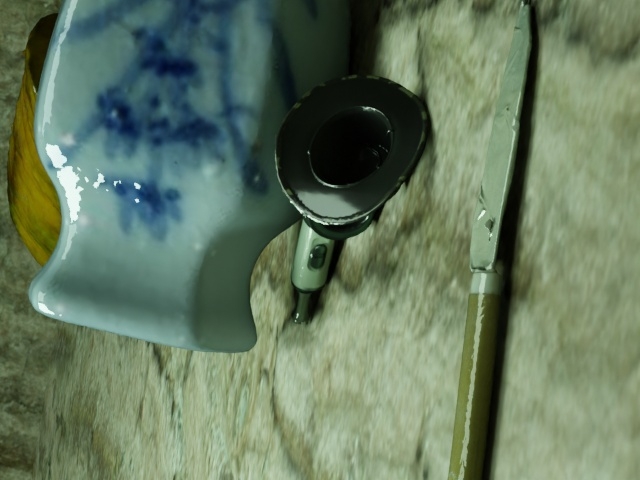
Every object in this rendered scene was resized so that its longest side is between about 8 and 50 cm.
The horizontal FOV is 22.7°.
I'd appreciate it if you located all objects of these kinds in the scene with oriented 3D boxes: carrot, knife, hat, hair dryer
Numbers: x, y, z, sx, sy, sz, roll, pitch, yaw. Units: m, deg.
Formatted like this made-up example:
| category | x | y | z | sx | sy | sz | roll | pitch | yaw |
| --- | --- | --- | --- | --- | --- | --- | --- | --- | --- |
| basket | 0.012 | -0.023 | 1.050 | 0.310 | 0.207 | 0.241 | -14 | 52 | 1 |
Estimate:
| category | x | y | z | sx | sy | sz | roll | pitch | yaw |
| --- | --- | --- | --- | --- | --- | --- | --- | --- | --- |
| carrot | -0.180 | -0.089 | 1.538 | 0.341 | 0.241 | 0.241 | 120 | 155 | -60 |
| knife | 0.091 | 0.007 | 0.870 | 0.047 | 0.017 | 0.298 | 152 | 126 | -80 |
| hat | 0.027 | -0.056 | 1.067 | 0.050 | 0.121 | 0.121 | 54 | -151 | -51 |
| hair dryer | 0.000 | 0.000 | 1.190 | 0.100 | 0.057 | 0.198 | -95 | 12 | -46 |

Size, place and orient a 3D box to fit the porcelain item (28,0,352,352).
| category | x | y | z | sx | sy | sz | roll | pitch | yaw |
| --- | --- | --- | --- | --- | --- | --- | --- | --- | --- |
| porcelain item | -0.100 | -0.125 | 1.255 | 0.178 | 0.242 | 0.405 | -10 | -67 | -78 |
